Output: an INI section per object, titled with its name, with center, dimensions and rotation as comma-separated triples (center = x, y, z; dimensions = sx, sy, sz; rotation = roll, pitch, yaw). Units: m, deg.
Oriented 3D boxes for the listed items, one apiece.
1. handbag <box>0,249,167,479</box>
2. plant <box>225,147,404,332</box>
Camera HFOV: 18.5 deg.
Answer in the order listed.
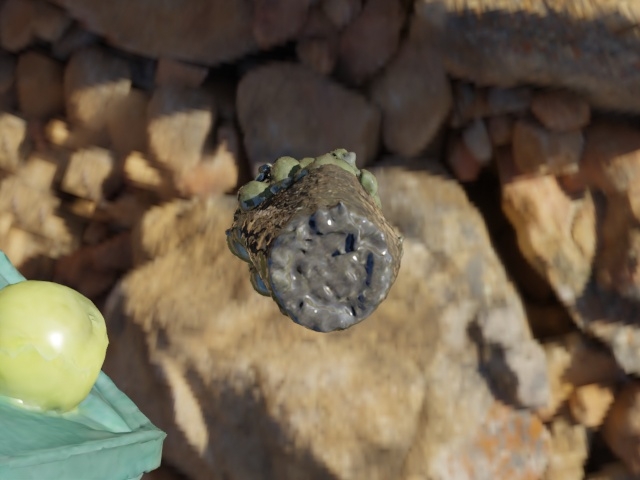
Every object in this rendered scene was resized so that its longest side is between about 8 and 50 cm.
[handbag]
center = -0.185, -0.011, 0.412
dimensions = 0.274, 0.269, 0.100
rotation = 10, 121, -54
[plant]
center = 0.000, 0.000, 1.087
dimensions = 0.094, 0.143, 0.092
rotation = -41, 104, 1
